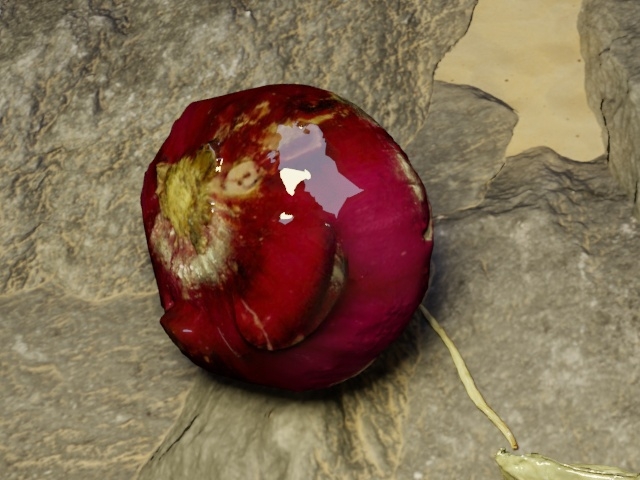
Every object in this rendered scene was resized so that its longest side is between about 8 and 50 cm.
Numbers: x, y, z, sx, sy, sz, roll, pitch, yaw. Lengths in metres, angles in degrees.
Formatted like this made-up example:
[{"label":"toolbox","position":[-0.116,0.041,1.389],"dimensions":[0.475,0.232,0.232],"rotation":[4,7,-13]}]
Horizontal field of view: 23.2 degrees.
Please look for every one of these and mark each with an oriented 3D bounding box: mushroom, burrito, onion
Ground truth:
[{"label":"mushroom","position":[0.172,0.156,1.955],"dimensions":[0.028,0.026,0.286],"rotation":[-40,53,2]},{"label":"burrito","position":[0.307,0.277,1.793],"dimensions":[0.229,0.063,0.058],"rotation":[13,28,25]},{"label":"onion","position":[0.000,0.000,1.971],"dimensions":[0.398,0.420,0.398],"rotation":[-1,88,39]}]
